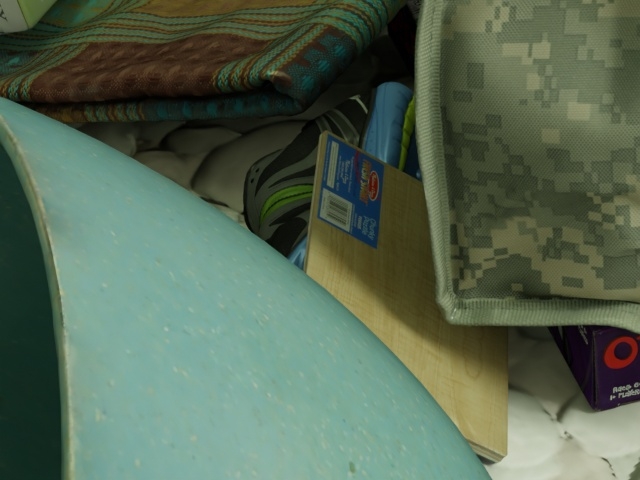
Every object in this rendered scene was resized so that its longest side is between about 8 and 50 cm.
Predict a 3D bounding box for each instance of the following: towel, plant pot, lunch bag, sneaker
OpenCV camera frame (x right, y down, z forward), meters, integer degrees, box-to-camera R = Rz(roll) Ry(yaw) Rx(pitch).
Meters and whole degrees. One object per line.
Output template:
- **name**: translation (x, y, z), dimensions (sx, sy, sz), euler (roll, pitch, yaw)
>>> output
- **towel**: translation (-0.035, -0.170, 0.995), dimensions (0.271, 0.040, 0.370), euler (-1, 33, 33)
- **plant pot**: translation (-0.047, 0.126, 0.445), dimensions (0.195, 0.290, 0.290), euler (17, 22, -31)
- **lunch bag**: translation (0.131, -0.142, 0.668), dimensions (0.169, 0.287, 0.235), euler (4, 35, 18)
- **sneaker**: translation (0.000, 0.000, 0.777), dimensions (0.078, 0.067, 0.188), euler (-15, 31, 27)

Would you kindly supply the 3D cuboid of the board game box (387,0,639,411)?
- **board game box**: translation (0.169, -0.061, 0.836), dimensions (0.208, 0.056, 0.347), euler (-9, 34, -9)

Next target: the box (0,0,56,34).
- **box**: translation (-0.215, -0.210, 1.082), dimensions (0.232, 0.058, 0.322), euler (-6, 34, 24)

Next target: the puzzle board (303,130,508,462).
- **puzzle board**: translation (0.034, 0.021, 0.708), dimensions (0.096, 0.011, 0.128), euler (27, 41, -19)
